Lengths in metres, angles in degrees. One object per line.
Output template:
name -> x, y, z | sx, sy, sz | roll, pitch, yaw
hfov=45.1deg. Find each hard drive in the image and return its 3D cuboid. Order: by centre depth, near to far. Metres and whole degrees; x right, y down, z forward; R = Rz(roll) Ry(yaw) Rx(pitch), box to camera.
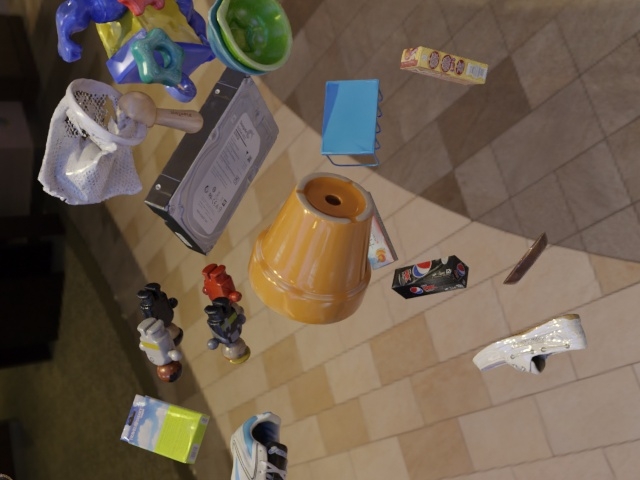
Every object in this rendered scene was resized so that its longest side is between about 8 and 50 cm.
hard drive -> -0.214, -0.161, 1.617 | 0.064, 0.237, 0.338 | 21, 72, 22

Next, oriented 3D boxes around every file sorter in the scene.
file sorter -> 0.077, -0.257, 1.716 | 0.118, 0.104, 0.170 | 1, 76, 16

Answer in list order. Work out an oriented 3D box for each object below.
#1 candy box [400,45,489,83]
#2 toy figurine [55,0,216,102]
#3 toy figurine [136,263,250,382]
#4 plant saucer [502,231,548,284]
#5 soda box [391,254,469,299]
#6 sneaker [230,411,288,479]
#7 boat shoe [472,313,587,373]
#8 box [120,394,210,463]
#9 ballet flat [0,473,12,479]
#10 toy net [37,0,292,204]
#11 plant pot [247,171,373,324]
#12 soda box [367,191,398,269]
candy box -> 0.303, -0.427, 1.892 | 0.109, 0.187, 0.053 | -150, 70, -71
toy figurine -> -0.180, -0.245, 0.774 | 0.191, 0.363, 0.217 | -26, 88, 27
toy figurine -> -0.247, 0.167, 1.504 | 0.209, 0.213, 0.148 | -117, 10, -60
plant saucer -> 0.520, 0.051, 1.935 | 0.029, 0.168, 0.168 | 37, 132, 11
soda box -> 0.239, 0.082, 1.695 | 0.169, 0.060, 0.053 | -17, 47, 42
sneaker -> -0.082, 0.343, 1.100 | 0.086, 0.085, 0.237 | -46, 30, 21
boat shoe -> 0.460, 0.251, 1.707 | 0.277, 0.098, 0.096 | -33, 66, 40
box -> -0.339, 0.410, 1.681 | 0.178, 0.042, 0.109 | 10, 74, 26
ballet flat -> -0.480, 0.418, 1.163 | 0.049, 0.058, 0.173 | 36, 132, 46
toy net -> -0.112, -0.122, 0.526 | 0.045, 0.232, 0.122 | -9, 126, 43
plant pot -> 0.000, 0.000, 1.259 | 0.205, 0.205, 0.187 | 57, 142, 36
soda box -> 0.120, -0.024, 1.829 | 0.058, 0.063, 0.183 | -23, 85, 16
